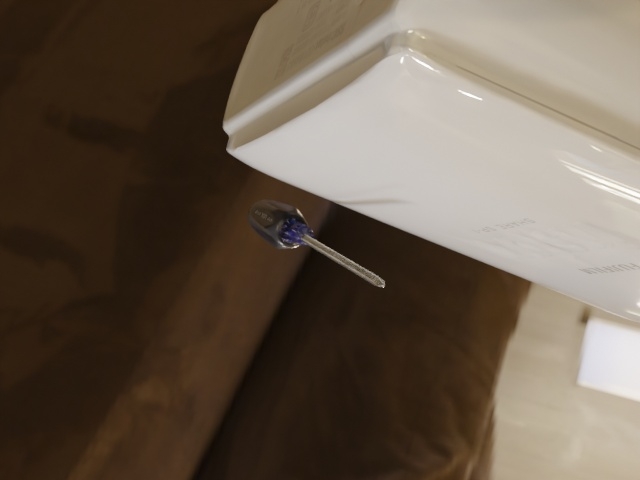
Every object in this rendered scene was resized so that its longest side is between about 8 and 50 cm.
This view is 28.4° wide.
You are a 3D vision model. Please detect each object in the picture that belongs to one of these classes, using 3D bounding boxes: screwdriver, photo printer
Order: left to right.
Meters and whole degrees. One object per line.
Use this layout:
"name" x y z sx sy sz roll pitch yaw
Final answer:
"screwdriver" 0.000 0.000 0.633 0.025 0.170 0.024 -37 112 -15
"photo printer" 0.132 -0.041 0.574 0.256 0.307 0.107 -13 -123 70
